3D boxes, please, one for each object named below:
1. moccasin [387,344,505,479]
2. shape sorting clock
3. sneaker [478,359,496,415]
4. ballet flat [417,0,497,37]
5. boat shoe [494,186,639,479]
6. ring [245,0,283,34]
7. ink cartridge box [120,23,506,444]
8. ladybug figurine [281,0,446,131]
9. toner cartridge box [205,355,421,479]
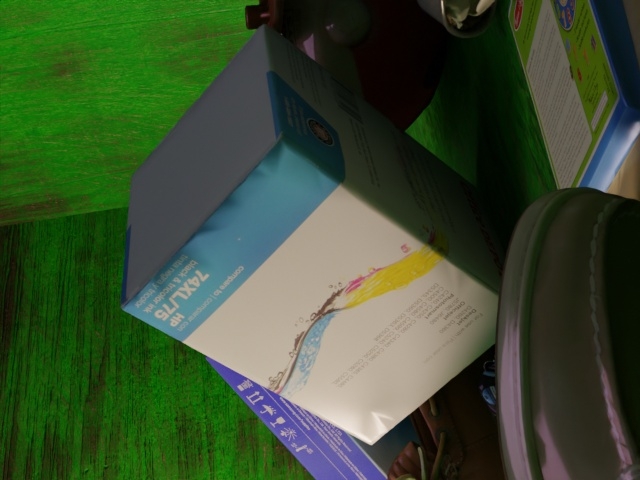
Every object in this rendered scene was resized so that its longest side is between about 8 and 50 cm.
[{"bbox_3d":[0.117,0.215,0.896,0.139,0.147,0.380,83,177,-64],"label":"moccasin"},{"bbox_3d":[0.129,-0.094,0.459,0.206,0.040,0.206,-12,-90,-89],"label":"shape sorting clock"},{"bbox_3d":[0.140,0.096,0.626,0.162,0.073,0.063,84,178,-71],"label":"sneaker"},{"bbox_3d":[0.104,-0.213,0.648,0.068,0.072,0.213,51,168,21],"label":"ballet flat"},{"bbox_3d":[0.144,0.120,0.351,0.098,0.109,0.302,-22,73,48],"label":"boat shoe"},{"bbox_3d":[-0.060,-0.339,0.865,0.336,0.032,0.336,176,90,-84],"label":"ring"},{"bbox_3d":[0.000,0.000,0.835,0.270,0.197,0.198,34,-155,-27],"label":"ink cartridge box"},{"bbox_3d":[0.037,-0.232,1.061,0.449,0.162,0.305,-101,3,-76],"label":"ladybug figurine"},{"bbox_3d":[0.042,0.183,1.020,0.348,0.075,0.165,50,-148,-14],"label":"toner cartridge box"}]
